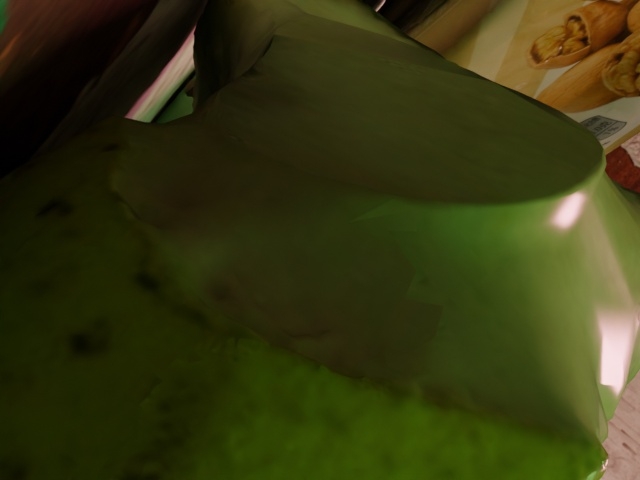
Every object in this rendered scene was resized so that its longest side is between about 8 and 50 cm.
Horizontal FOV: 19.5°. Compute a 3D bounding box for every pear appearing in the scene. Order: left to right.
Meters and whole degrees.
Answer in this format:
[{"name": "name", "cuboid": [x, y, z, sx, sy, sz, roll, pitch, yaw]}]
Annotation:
[{"name": "pear", "cuboid": [-0.050, 0.074, 0.496, 0.286, 0.176, 0.282, -56, 175, 28]}]

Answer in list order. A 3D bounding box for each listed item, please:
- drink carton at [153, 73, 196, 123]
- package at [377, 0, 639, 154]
[{"name": "drink carton", "cuboid": [0.000, 0.000, 0.696, 0.146, 0.142, 0.144, -51, 176, 13]}, {"name": "package", "cuboid": [0.120, -0.155, 0.981, 0.221, 0.165, 0.311, -2, 150, -43]}]
